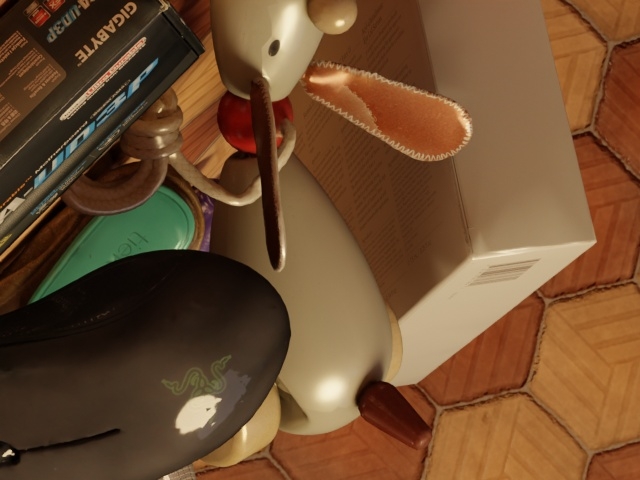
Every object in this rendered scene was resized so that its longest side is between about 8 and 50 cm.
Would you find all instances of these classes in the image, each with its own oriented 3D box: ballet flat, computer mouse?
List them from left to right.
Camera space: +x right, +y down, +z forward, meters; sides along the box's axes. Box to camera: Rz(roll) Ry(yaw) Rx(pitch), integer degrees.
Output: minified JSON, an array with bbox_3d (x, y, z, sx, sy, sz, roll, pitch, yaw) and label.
[{"bbox_3d":[-0.220,0.071,1.340,0.342,0.116,0.124,-49,-163,1],"label":"ballet flat"},{"bbox_3d":[-0.140,0.101,1.004,0.272,0.188,0.072,-25,-150,11],"label":"computer mouse"}]

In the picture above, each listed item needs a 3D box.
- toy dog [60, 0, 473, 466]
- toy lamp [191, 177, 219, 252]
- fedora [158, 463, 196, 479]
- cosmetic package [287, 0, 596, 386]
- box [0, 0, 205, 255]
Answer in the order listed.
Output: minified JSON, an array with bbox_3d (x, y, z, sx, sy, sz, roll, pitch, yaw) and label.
[{"bbox_3d":[0.000,0.000,1.080,0.220,0.161,0.334,-46,139,-27],"label":"toy dog"},{"bbox_3d":[-0.169,0.041,1.778,0.275,0.080,0.080,-46,177,32],"label":"toy lamp"},{"bbox_3d":[-0.209,0.130,1.133,0.124,0.275,0.244,-99,-154,-58],"label":"fedora"},{"bbox_3d":[0.058,-0.070,1.337,0.097,0.284,0.377,-8,165,-18],"label":"cosmetic package"},{"bbox_3d":[-0.155,-0.041,0.884,0.220,0.051,0.175,-44,178,0],"label":"box"}]
